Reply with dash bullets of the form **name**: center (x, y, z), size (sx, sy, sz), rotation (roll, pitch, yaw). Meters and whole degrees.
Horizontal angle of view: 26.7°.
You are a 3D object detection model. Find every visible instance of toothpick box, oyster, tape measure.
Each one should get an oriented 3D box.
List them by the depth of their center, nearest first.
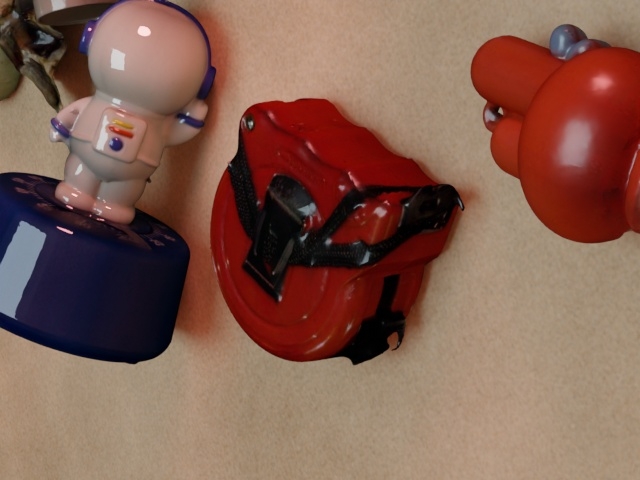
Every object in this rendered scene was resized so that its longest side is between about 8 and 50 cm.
- **tape measure**: center (-0.001, 0.000, 1.333), size (0.253, 0.114, 0.260), rotation (40, 124, 36)
- **toothpick box**: center (-0.300, -0.356, 1.600), size (0.111, 0.111, 0.181), rotation (-11, 89, 47)
- **oyster**: center (-0.370, -0.294, 1.687), size (0.166, 0.094, 0.294), rotation (-45, 58, 50)

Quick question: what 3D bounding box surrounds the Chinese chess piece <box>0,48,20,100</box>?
- **Chinese chess piece**: center (-0.457, -0.257, 1.825), size (0.144, 0.058, 0.144), rotation (10, 103, 48)

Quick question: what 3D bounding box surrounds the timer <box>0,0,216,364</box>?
- **timer**: center (-0.232, -0.085, 1.509), size (0.270, 0.270, 0.384), rotation (31, 102, 40)

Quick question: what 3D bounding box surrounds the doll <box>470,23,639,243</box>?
- **doll**: center (0.223, -0.076, 1.072), size (0.290, 0.129, 0.161), rotation (33, 122, 45)
